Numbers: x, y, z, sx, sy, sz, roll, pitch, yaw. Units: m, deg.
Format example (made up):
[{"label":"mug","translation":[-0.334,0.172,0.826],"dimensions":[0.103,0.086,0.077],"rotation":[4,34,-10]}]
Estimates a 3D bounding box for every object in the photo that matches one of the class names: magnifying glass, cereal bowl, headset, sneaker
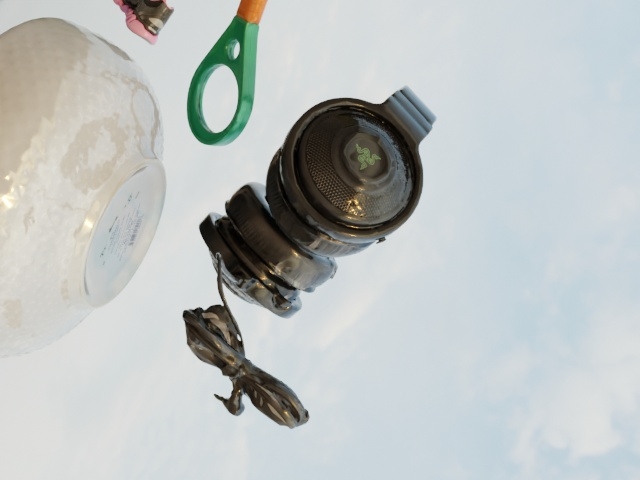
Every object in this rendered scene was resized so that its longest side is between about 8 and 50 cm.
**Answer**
[{"label":"magnifying glass","translation":[-0.083,-0.207,0.941],"dimensions":[0.092,0.026,0.231],"rotation":[38,-64,38]},{"label":"cereal bowl","translation":[-0.250,-0.034,0.880],"dimensions":[0.339,0.141,0.339],"rotation":[22,90,-80]},{"label":"headset","translation":[0.000,0.000,0.838],"dimensions":[0.243,0.185,0.394],"rotation":[-42,-178,38]},{"label":"sneaker","translation":[-0.188,-0.260,0.972],"dimensions":[0.057,0.047,0.119],"rotation":[-48,-132,16]}]
